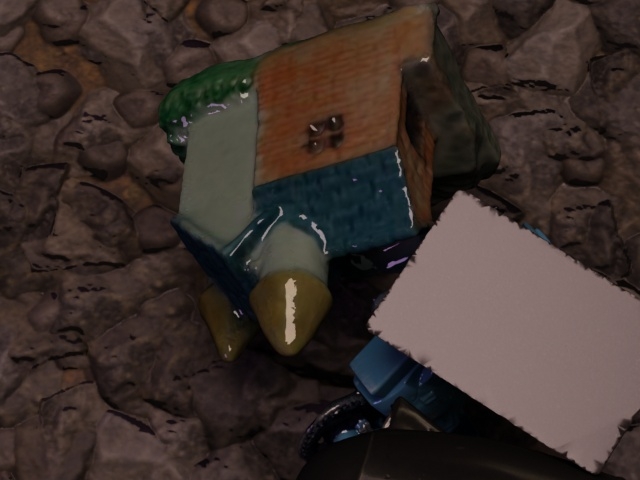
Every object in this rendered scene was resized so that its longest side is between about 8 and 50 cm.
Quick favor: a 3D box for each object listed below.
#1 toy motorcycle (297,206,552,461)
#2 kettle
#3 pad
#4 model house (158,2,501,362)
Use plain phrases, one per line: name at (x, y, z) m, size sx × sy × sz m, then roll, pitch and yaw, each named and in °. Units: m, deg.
toy motorcycle at (0.108, 0.098, 1.592) m, size 0.272 × 0.182 × 0.123 m, roll -47°, pitch 58°, yaw 16°
kettle at (0.096, 0.257, 1.473) m, size 0.271 × 0.207 × 0.250 m, roll 25°, pitch 90°, yaw -1°
pad at (0.159, 0.068, 1.477) m, size 0.211 × 0.003 × 0.143 m, roll 33°, pitch 74°, yaw 7°
model house at (0.000, 0.000, 1.588) m, size 0.267 × 0.194 × 0.325 m, roll -15°, pitch 41°, yaw 19°
